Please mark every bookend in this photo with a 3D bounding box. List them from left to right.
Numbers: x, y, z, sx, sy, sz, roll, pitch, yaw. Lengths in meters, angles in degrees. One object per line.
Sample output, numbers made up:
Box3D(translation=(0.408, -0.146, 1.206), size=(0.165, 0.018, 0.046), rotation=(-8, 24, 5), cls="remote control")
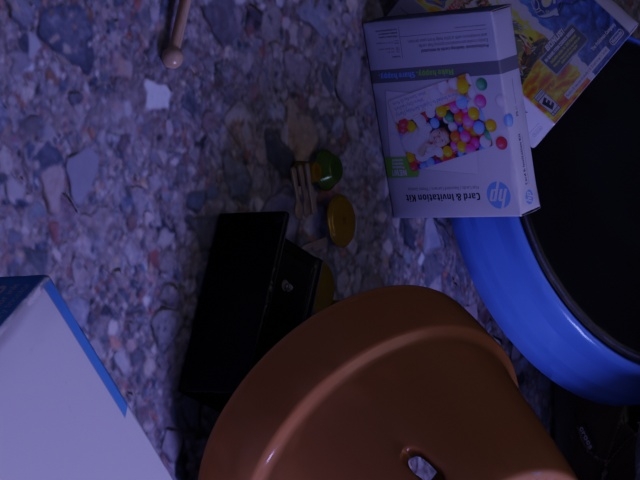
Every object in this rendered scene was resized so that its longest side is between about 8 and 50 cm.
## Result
Box3D(translation=(-0.029, 0.078, 1.642), size=(0.157, 0.072, 0.156), rotation=(35, 62, -48), cls="bookend")

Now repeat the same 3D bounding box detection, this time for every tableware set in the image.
Box3D(translation=(0.000, 0.000, 1.726), size=(0.104, 0.024, 0.154), rotation=(-22, 105, -58), cls="tableware set")

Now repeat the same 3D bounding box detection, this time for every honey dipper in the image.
Box3D(translation=(-0.105, -0.215, 1.591), size=(0.030, 0.030, 0.161), rotation=(24, 74, -50), cls="honey dipper")

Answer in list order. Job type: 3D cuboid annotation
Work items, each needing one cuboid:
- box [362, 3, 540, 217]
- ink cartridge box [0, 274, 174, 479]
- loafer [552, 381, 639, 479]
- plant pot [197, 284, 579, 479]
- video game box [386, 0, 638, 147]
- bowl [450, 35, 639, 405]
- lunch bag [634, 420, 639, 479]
Box3D(translation=(0.118, -0.114, 1.784), size=(0.038, 0.145, 0.186), rotation=(-23, 108, -48), cls="box")
Box3D(translation=(-0.263, 0.157, 1.165), size=(0.197, 0.270, 0.198), rotation=(-56, 131, -40), cls="ink cartridge box")
Box3D(translation=(0.314, 0.235, 2.044), size=(0.134, 0.130, 0.366), rotation=(-3, 91, -53), cls="loafer")
Box3D(translation=(0.076, 0.211, 1.569), size=(0.291, 0.203, 0.291), rotation=(-22, 133, -27), cls="plant pot")
Box3D(translation=(0.187, -0.210, 1.881), size=(0.187, 0.048, 0.205), rotation=(40, 47, 3), cls="video game box")
Box3D(translation=(0.295, -0.032, 1.966), size=(0.391, 0.077, 0.391), rotation=(15, 64, -35), cls="bowl")
Box3D(translation=(0.379, 0.294, 1.840), size=(0.256, 0.212, 0.305), rotation=(55, 36, -35), cls="lunch bag")
